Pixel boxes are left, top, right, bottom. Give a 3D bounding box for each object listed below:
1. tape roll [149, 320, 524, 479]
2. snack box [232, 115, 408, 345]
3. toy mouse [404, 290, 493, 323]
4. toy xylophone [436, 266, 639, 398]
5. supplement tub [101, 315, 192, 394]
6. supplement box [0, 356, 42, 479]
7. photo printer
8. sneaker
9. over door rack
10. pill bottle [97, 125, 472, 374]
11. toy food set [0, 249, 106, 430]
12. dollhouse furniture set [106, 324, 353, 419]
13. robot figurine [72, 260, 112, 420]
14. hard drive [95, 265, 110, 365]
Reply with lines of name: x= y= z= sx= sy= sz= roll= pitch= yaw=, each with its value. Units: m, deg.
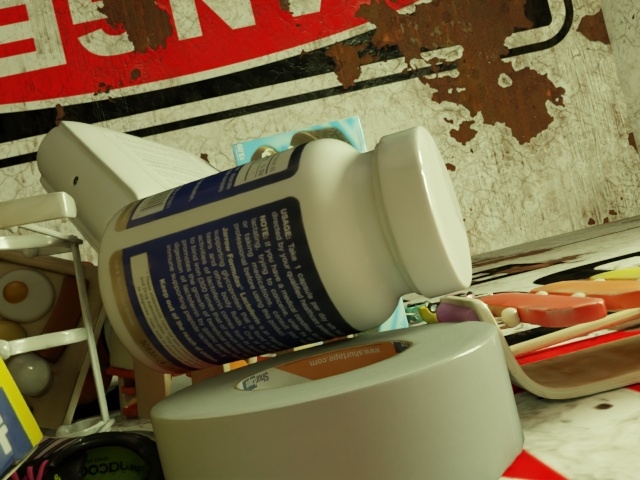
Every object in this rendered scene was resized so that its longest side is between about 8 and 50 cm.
tape roll: x=0.010 y=0.111 z=0.445 sx=0.219 sy=0.072 sz=0.219 roll=-13 pitch=-1 yaw=0
snack box: x=0.000 y=0.000 z=1.021 sx=0.187 sy=0.321 sz=0.060 roll=-13 pitch=-2 yaw=-1
toy mouse: x=0.187 y=0.107 z=1.123 sx=0.161 sy=0.031 sz=0.143 roll=-13 pitch=-1 yaw=-3
toy xylophone: x=0.250 y=0.052 z=0.577 sx=0.323 sy=0.081 sz=0.236 roll=-13 pitch=-2 yaw=-12
supplement tub: x=-0.203 y=0.117 z=1.083 sx=0.194 sy=0.193 sz=0.316 roll=-13 pitch=-1 yaw=-3
supplement box: x=-0.388 y=0.118 z=0.400 sx=0.357 sy=0.195 sz=0.194 roll=-14 pitch=18 yaw=19
photo printer: x=-0.186 y=-0.035 z=0.899 sx=0.256 sy=0.107 sz=0.307 roll=11 pitch=18 yaw=-45
sneaker: x=-0.175 y=0.160 z=0.469 sx=0.171 sy=0.063 sz=0.075 roll=-8 pitch=-9 yaw=-14
over door rack: x=-0.267 y=0.097 z=0.682 sx=0.108 sy=0.239 sz=0.324 roll=-11 pitch=-3 yaw=-18
pill bottle: x=-0.026 y=0.008 z=0.561 sx=0.265 sy=0.153 sz=0.153 roll=-16 pitch=-2 yaw=21
toy food set: x=-0.423 y=0.094 z=0.871 sx=0.306 sy=0.219 sz=0.092 roll=14 pitch=-23 yaw=-5
dollhouse furniture set: x=-0.116 y=0.144 z=0.819 sx=0.259 sy=0.135 sz=0.262 roll=-1 pitch=5 yaw=30
robot figurine: x=-0.358 y=0.141 z=1.005 sx=0.158 sy=0.219 sz=0.128 roll=-5 pitch=-6 yaw=22
hard drive: x=-0.472 y=0.151 z=1.289 sx=0.353 sy=0.233 sz=0.047 roll=-5 pitch=39 yaw=14
